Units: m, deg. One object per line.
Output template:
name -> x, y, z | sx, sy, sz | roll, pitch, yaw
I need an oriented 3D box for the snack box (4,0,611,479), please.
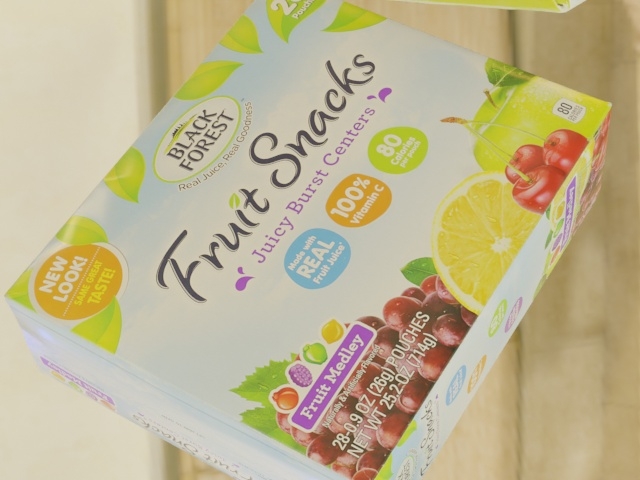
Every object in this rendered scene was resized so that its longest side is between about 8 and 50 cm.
snack box -> 0.000, 0.000, 0.597 | 0.174, 0.207, 0.070 | 26, 150, 22

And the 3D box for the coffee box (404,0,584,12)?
coffee box -> 0.106, -0.388, 1.023 | 0.337, 0.334, 0.338 | 13, 125, 40
